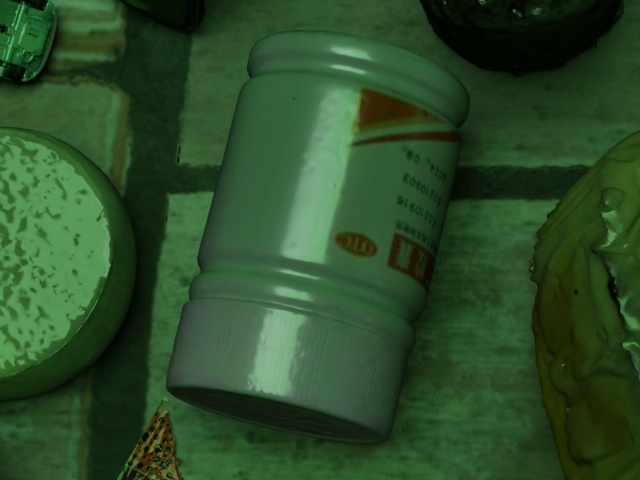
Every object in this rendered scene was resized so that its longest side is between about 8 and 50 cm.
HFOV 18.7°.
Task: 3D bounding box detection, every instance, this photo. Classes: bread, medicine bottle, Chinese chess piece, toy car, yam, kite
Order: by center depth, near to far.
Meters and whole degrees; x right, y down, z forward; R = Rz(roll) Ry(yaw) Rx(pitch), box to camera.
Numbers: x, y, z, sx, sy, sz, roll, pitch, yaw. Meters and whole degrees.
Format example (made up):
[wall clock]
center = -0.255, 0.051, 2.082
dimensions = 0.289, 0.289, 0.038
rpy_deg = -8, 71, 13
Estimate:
[bread]
center = 0.301, 0.099, 1.621
dimensions = 0.236, 0.183, 0.389
rpy_deg = 0, 68, -8
[yam]
center = 0.170, -0.247, 1.661
dimensions = 0.195, 0.300, 0.195
rpy_deg = -1, 86, 7
[medicine bottle]
center = 0.000, 0.000, 1.663
dimensions = 0.202, 0.202, 0.316
rpy_deg = 12, 78, 11
[kite]
center = -0.162, 0.261, 1.722
dimensions = 0.125, 0.008, 0.222
rpy_deg = -21, 73, 5
[Chinese chess piece]
center = -0.289, 0.022, 1.753
dimensions = 0.250, 0.101, 0.250
rpy_deg = -2, 75, 8
[toy car]
center = -0.360, -0.216, 1.821
dimensions = 0.224, 0.076, 0.090
rpy_deg = 18, 87, -18

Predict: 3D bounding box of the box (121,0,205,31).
[box]
center = -0.212, -0.366, 1.761
dimensions = 0.328, 0.253, 0.178
rpy_deg = 30, 73, 6
